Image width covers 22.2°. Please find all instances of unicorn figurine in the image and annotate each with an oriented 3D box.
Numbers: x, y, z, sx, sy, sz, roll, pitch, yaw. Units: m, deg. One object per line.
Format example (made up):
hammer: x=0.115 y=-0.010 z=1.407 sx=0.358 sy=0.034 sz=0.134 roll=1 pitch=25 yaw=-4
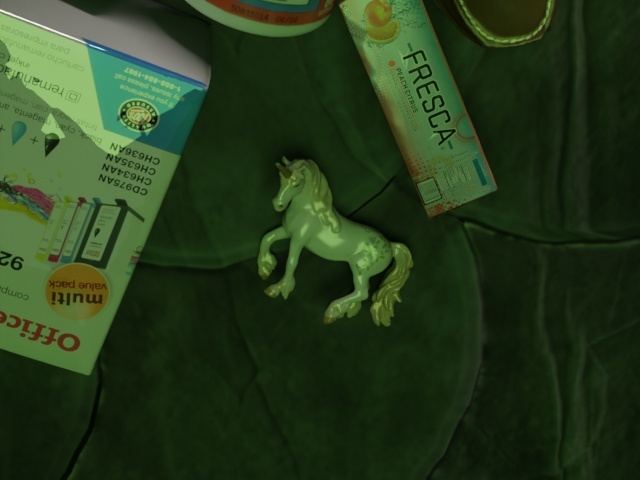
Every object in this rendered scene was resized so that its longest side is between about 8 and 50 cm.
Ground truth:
unicorn figurine: x=0.000 y=0.000 z=1.251 sx=0.162 sy=0.060 sz=0.111 roll=20 pitch=110 yaw=-29

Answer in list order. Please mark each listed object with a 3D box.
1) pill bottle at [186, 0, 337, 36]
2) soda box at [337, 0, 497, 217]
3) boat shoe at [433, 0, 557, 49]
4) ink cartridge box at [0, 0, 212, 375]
pill bottle: x=-0.018 y=-0.256 z=1.073 sx=0.124 sy=0.124 sz=0.221 roll=14 pitch=128 yaw=-9
soda box: x=0.070 y=-0.112 z=1.199 sx=0.058 sy=0.063 sz=0.183 roll=-22 pitch=113 yaw=4
boat shoe: x=0.100 y=-0.282 z=1.099 sx=0.123 sy=0.120 sz=0.324 roll=-14 pitch=112 yaw=2
ink cartridge box: x=-0.197 y=-0.059 z=1.147 sx=0.171 sy=0.168 sz=0.232 roll=20 pitch=111 yaw=-12
